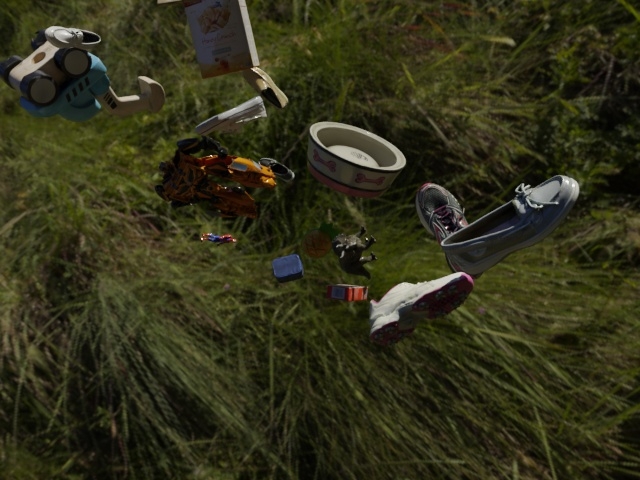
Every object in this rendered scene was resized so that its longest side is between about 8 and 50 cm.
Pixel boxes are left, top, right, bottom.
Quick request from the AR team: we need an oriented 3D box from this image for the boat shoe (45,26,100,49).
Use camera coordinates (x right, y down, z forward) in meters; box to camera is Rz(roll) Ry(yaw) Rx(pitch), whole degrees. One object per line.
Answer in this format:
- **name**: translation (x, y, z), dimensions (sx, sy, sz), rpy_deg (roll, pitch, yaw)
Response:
- **boat shoe**: translation (-0.749, -0.618, 1.776), dimensions (0.063, 0.066, 0.184), rpy_deg (-13, -1, 25)

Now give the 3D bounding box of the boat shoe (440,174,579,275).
- **boat shoe**: translation (0.419, -0.042, 1.298), dimensions (0.320, 0.103, 0.118), rpy_deg (-38, 23, 33)

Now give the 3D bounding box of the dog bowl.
- **dog bowl**: translation (0.127, -0.318, 2.326), dimensions (0.408, 0.407, 0.151), rpy_deg (-59, -9, -61)

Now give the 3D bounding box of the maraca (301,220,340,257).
- **maraca**: translation (0.000, 0.000, 2.408), dimensions (0.185, 0.127, 0.099), rpy_deg (-42, 12, 24)

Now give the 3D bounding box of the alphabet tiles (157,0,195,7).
- **alphabet tiles**: translation (-0.279, -0.656, 1.347), dimensions (0.284, 0.011, 0.343), rpy_deg (-7, 55, 3)

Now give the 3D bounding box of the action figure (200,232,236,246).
- **action figure**: translation (-0.325, -0.002, 1.873), dimensions (0.038, 0.115, 0.030), rpy_deg (-63, 37, 36)

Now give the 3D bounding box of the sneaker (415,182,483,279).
- **sneaker**: translation (0.369, -0.032, 1.610), dimensions (0.120, 0.299, 0.112), rpy_deg (-30, -11, 0)

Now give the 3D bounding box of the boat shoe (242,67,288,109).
- **boat shoe**: translation (-0.189, -0.514, 1.960), dimensions (0.068, 0.190, 0.072), rpy_deg (-48, 8, 27)

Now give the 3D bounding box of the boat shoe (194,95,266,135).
- **boat shoe**: translation (-0.261, -0.352, 1.737), dimensions (0.226, 0.076, 0.083), rpy_deg (-29, 18, -13)

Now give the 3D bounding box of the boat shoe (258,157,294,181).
- **boat shoe**: translation (-0.141, -0.226, 1.808), dimensions (0.049, 0.142, 0.040), rpy_deg (-57, -29, -11)

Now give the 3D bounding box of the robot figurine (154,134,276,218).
- **robot figurine**: translation (-0.265, -0.148, 1.468), dimensions (0.211, 0.290, 0.085), rpy_deg (-57, 45, 25)

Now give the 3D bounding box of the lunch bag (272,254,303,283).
- **lunch bag**: translation (-0.103, 0.092, 1.799), dimensions (0.098, 0.067, 0.065), rpy_deg (-13, -27, 2)

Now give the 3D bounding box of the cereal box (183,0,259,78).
- **cereal box**: translation (-0.277, -0.584, 1.610), dimensions (0.172, 0.240, 0.047), rpy_deg (-6, 18, 24)

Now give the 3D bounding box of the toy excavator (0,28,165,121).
- **toy excavator**: translation (-0.815, -0.535, 2.071), dimensions (0.433, 0.222, 0.445), rpy_deg (-48, -33, -16)

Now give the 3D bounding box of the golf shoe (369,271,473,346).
- **golf shoe**: translation (0.244, 0.148, 1.501), dimensions (0.306, 0.115, 0.140), rpy_deg (-33, 41, 21)

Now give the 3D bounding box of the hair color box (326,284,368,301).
- **hair color box**: translation (0.101, 0.194, 2.160), dimensions (0.093, 0.054, 0.167), rpy_deg (5, 0, 28)

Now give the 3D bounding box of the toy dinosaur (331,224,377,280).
- **toy dinosaur**: translation (0.118, 0.049, 2.106), dimensions (0.160, 0.121, 0.314), rpy_deg (-28, -31, -11)
